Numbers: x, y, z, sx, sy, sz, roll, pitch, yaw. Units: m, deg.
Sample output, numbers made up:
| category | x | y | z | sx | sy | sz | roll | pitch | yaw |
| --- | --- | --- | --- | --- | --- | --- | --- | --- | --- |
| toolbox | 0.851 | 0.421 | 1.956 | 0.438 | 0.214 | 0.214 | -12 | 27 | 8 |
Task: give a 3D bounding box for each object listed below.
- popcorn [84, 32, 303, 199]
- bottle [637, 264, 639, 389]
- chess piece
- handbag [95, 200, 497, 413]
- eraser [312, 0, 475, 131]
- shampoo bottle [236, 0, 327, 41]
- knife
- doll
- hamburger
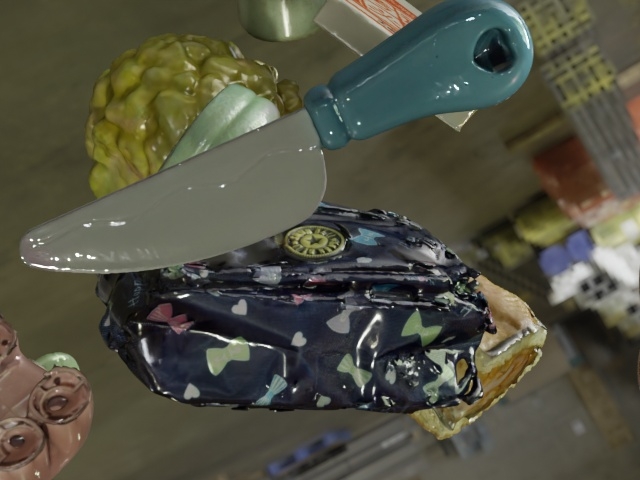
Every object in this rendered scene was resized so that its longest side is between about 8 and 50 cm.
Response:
| category | x | y | z | sx | sy | sz | roll | pitch | yaw |
| --- | --- | --- | --- | --- | --- | --- | --- | --- | --- |
| popcorn | -0.105 | -0.079 | 1.410 | 0.212 | 0.259 | 0.259 | -44 | 178 | -30 |
| bottle | 0.375 | 0.016 | 1.301 | 0.173 | 0.296 | 0.206 | 23 | 163 | -22 |
| chess piece | 0.000 | 0.000 | 1.210 | 0.139 | 0.272 | 0.139 | -55 | 179 | -2 |
| handbag | -0.017 | 0.035 | 0.953 | 0.260 | 0.113 | 0.162 | 3 | -162 | -17 |
| eraser | 0.079 | -0.177 | 1.349 | 0.038 | 0.157 | 0.230 | -53 | -178 | 17 |
| shampoo bottle | -0.048 | -0.307 | 1.336 | 0.087 | 0.118 | 0.234 | -8 | 124 | 1 |
| knife | -0.016 | -0.035 | 0.659 | 0.244 | 0.058 | 0.032 | -29 | -157 | 1 |
| doll | -0.336 | 0.210 | 1.511 | 0.284 | 0.216 | 0.268 | -44 | 155 | -30 |
| hamburger | 0.110 | 0.086 | 1.501 | 0.155 | 0.208 | 0.135 | -27 | 145 | -51 |
